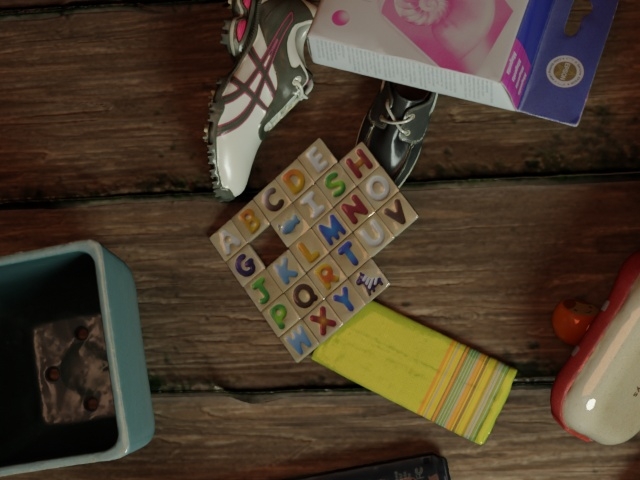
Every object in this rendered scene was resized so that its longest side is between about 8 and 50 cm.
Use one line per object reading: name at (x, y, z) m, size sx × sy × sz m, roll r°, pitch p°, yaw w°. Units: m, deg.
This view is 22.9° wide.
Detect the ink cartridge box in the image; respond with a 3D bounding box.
ink cartridge box at (0.190, -0.321, 1.870) m, size 0.330 × 0.071 × 0.324 m, roll 15°, pitch 67°, yaw 14°

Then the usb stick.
usb stick at (0.021, 0.314, 1.902) m, size 0.278 × 0.045 × 0.077 m, roll -12°, pitch 76°, yaw 11°

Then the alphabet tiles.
alphabet tiles at (0.000, 0.000, 1.925) m, size 0.237 × 0.009 × 0.198 m, roll -42°, pitch 73°, yaw 18°

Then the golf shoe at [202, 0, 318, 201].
golf shoe at (-0.074, -0.178, 1.946) m, size 0.120 × 0.105 × 0.273 m, roll 10°, pitch 87°, yaw 6°

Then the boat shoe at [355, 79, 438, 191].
boat shoe at (0.094, -0.157, 1.919) m, size 0.084 × 0.079 × 0.233 m, roll 24°, pitch 91°, yaw 12°

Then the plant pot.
plant pot at (-0.319, 0.149, 1.884) m, size 0.247 × 0.252 × 0.248 m, roll -11°, pitch 82°, yaw 11°

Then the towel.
towel at (0.113, 0.151, 1.914) m, size 0.237 × 0.021 × 0.102 m, roll 26°, pitch 84°, yaw 14°

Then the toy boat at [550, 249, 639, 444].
toy boat at (0.331, 0.111, 1.826) m, size 0.151 × 0.151 × 0.231 m, roll 34°, pitch 92°, yaw 42°
